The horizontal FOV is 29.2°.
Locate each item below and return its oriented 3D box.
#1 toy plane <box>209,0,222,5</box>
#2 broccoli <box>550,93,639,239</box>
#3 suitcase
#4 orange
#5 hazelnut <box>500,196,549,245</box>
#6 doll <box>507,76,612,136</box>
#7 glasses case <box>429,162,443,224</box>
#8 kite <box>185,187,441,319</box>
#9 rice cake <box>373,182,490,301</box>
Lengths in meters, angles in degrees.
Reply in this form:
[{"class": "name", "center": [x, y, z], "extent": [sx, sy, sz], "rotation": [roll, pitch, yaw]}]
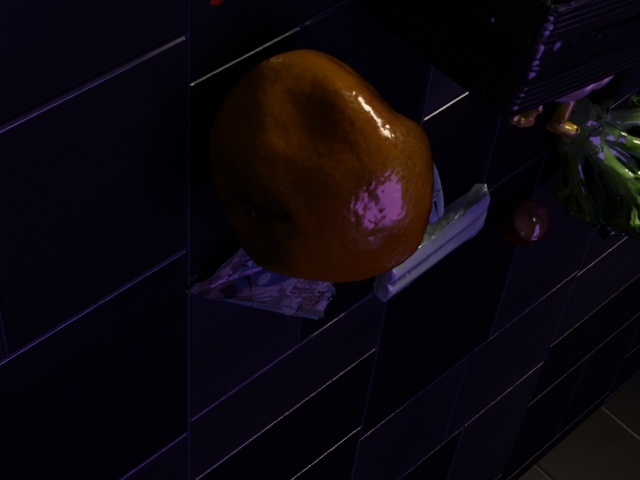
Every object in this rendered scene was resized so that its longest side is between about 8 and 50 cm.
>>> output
[{"class": "toy plane", "center": [-0.088, -0.267, 1.073], "extent": [0.060, 0.037, 0.145], "rotation": [-40, 150, -40]}, {"class": "broccoli", "center": [0.478, -0.146, 1.937], "extent": [0.269, 0.254, 0.269], "rotation": [-6, 100, -36]}, {"class": "suitcase", "center": [0.243, -0.273, 1.352], "extent": [0.335, 0.229, 0.152], "rotation": [-25, 144, -41]}, {"class": "orange", "center": [-0.008, -0.072, 1.236], "extent": [0.183, 0.249, 0.249], "rotation": [-34, 151, -40]}, {"class": "hazelnut", "center": [0.333, -0.030, 2.006], "extent": [0.086, 0.086, 0.086], "rotation": [-36, 151, -24]}, {"class": "doll", "center": [0.375, -0.306, 1.653], "extent": [0.160, 0.094, 0.365], "rotation": [9, 129, -28]}, {"class": "glasses case", "center": [0.125, -0.079, 1.617], "extent": [0.045, 0.067, 0.178], "rotation": [-42, 153, -11]}, {"class": "kite", "center": [0.000, 0.000, 1.512], "extent": [0.368, 0.014, 0.406], "rotation": [-22, 149, -24]}, {"class": "rice cake", "center": [0.168, 0.002, 1.823], "extent": [0.226, 0.040, 0.085], "rotation": [-36, 152, -24]}]
